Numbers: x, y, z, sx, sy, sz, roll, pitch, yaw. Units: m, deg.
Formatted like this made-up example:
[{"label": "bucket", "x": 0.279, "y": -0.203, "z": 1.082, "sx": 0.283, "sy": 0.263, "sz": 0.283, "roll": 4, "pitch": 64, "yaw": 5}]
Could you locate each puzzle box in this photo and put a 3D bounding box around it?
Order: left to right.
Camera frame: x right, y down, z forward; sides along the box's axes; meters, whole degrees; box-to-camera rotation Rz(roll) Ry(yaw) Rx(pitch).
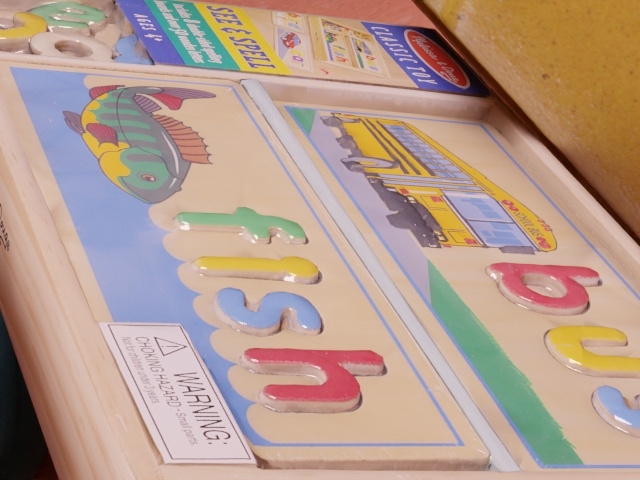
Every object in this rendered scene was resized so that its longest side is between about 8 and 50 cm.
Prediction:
[{"label": "puzzle box", "x": 0.000, "y": 0.000, "z": 0.716, "sx": 0.272, "sy": 0.052, "sz": 0.409, "roll": 4, "pitch": 28, "yaw": -24}]

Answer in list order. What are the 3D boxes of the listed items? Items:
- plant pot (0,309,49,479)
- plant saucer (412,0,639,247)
[{"label": "plant pot", "x": -0.233, "y": 0.040, "z": 0.855, "sx": 0.271, "sy": 0.272, "sz": 0.255, "roll": -5, "pitch": 10, "yaw": 17}, {"label": "plant saucer", "x": 0.136, "y": -0.092, "z": 0.921, "sx": 0.081, "sy": 0.333, "sz": 0.333, "roll": -42, "pitch": 24, "yaw": 6}]
